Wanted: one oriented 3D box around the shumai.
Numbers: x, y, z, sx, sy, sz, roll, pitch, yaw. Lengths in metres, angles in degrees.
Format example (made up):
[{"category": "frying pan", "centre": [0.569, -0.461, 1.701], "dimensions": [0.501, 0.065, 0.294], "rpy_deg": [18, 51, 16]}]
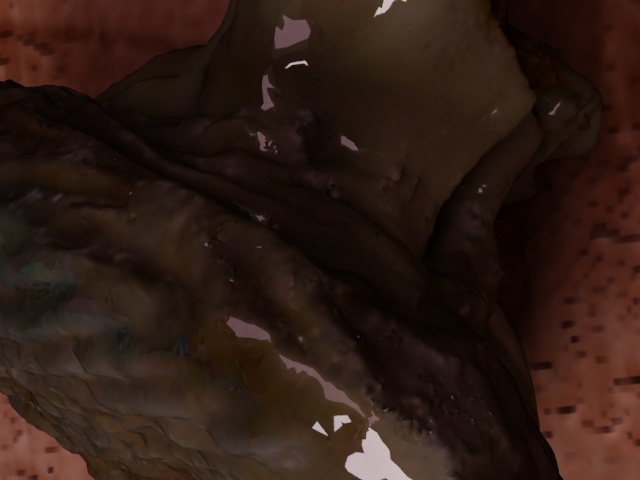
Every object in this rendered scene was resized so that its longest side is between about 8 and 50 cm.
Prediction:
[{"category": "shumai", "centre": [0.000, 0.000, 0.472], "dimensions": [0.153, 0.161, 0.209], "rpy_deg": [-58, 30, -12]}]
